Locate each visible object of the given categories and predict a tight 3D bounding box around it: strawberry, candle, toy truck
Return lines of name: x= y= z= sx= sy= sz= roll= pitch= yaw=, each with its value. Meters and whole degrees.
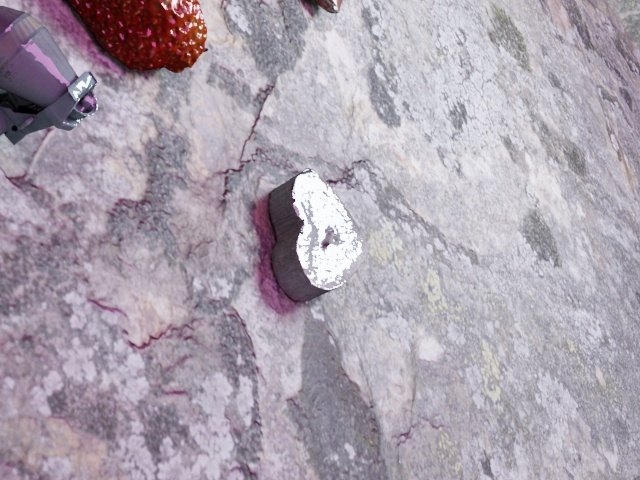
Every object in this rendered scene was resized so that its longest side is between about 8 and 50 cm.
strawberry: x=-0.230 y=-0.315 z=1.223 sx=0.236 sy=0.107 sz=0.175 roll=4 pitch=68 yaw=-52
candle: x=0.000 y=0.000 z=1.390 sx=0.169 sy=0.068 sz=0.192 roll=22 pitch=56 yaw=-42
toy truck: x=-0.352 y=-0.210 z=0.965 sx=0.256 sy=0.140 sz=0.108 roll=53 pitch=37 yaw=-20

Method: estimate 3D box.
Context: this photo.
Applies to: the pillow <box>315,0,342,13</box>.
pillow: x=0.002 y=-0.510 z=1.680 sx=0.171 sy=0.075 sz=0.179 roll=50 pitch=36 yaw=-23
